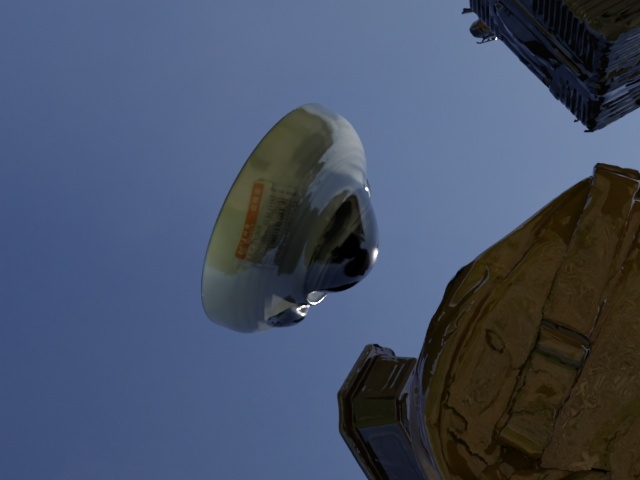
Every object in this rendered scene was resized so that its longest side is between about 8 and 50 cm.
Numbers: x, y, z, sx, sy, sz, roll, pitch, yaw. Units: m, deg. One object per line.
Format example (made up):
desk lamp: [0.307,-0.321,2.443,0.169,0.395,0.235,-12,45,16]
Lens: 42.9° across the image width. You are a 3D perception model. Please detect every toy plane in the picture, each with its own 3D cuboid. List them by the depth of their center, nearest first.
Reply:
toy plane: [0.293,-0.368,1.356,0.145,0.037,0.060,-22,-88,-29]

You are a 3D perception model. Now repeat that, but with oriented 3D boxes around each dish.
dish: [0.000,0.000,0.898,0.134,0.273,0.273,27,-115,17]

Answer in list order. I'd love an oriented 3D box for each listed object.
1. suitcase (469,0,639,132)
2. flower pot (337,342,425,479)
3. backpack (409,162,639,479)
suitcase: [0.329,-0.282,0.775,0.335,0.152,0.229,-27,-122,-8]
flower pot: [0.130,0.266,1.117,0.084,0.250,0.179,-16,-158,34]
backpack: [0.241,0.127,0.671,0.378,0.201,0.353,-33,-116,-22]
